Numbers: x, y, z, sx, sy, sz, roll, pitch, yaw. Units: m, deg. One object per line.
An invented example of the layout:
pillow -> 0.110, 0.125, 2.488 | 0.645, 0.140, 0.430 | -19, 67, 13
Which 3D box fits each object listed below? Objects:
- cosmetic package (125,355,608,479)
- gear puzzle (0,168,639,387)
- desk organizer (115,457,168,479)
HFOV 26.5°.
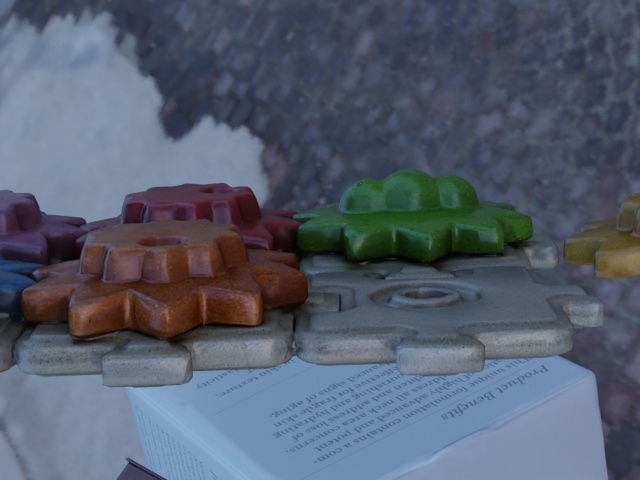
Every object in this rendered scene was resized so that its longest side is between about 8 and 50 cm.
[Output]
cosmetic package -> 0.049, 0.270, 1.390 | 0.393, 0.329, 0.327 | 26, 133, 55
gear puzzle -> 0.000, 0.000, 0.442 | 0.175, 0.338, 0.044 | -89, -3, -79
desk organizer -> -0.083, 0.192, 0.857 | 0.130, 0.047, 0.050 | 21, 64, 35
